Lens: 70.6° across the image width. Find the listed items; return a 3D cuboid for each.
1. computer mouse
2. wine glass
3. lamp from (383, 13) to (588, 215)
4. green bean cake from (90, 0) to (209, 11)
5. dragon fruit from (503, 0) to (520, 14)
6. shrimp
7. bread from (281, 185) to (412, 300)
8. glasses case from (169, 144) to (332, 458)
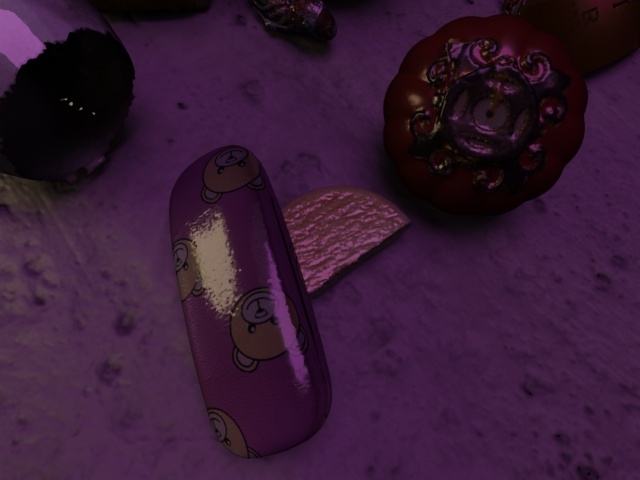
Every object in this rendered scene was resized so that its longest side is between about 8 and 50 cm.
[{"bbox_3d":[0.435,-0.361,0.720,0.310,0.071,0.159,-27,107,-20],"label":"computer mouse"},{"bbox_3d":[-0.377,-0.212,0.472,0.322,0.238,0.238,35,65,7],"label":"wine glass"},{"bbox_3d":[0.185,-0.141,0.533,0.226,0.227,0.227,3,64,-7],"label":"lamp"},{"bbox_3d":[-0.250,-0.421,0.587,0.232,0.236,0.124,-10,69,-10],"label":"green bean cake"},{"bbox_3d":[0.367,-0.444,0.770,0.094,0.094,0.191,26,71,5],"label":"dragon fruit"},{"bbox_3d":[-0.067,-0.368,0.678,0.232,0.079,0.090,40,104,14],"label":"shrimp"},{"bbox_3d":[0.001,-0.005,0.533,0.192,0.036,0.112,-34,71,-17],"label":"bread"},{"bbox_3d":[-0.080,0.046,0.455,0.123,0.075,0.317,-26,67,19],"label":"glasses case"}]
